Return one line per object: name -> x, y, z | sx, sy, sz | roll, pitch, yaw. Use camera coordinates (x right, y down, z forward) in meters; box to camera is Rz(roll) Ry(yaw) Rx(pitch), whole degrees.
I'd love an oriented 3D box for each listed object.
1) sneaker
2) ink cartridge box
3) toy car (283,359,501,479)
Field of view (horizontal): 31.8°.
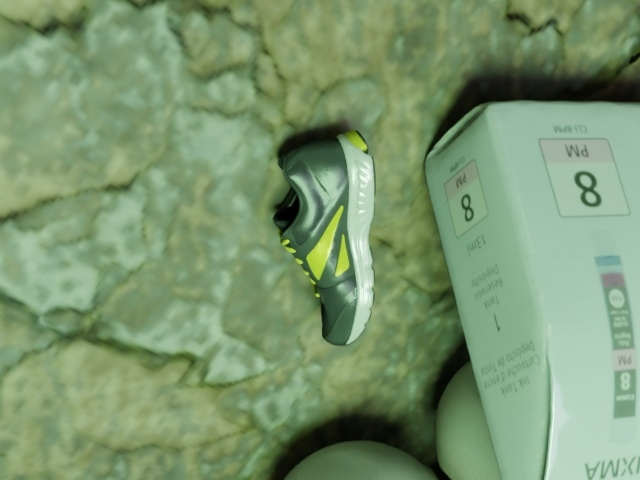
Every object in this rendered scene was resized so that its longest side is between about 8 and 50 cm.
sneaker -> 0.000, 0.000, 0.406 | 0.035, 0.031, 0.083 | -4, 113, -10
ink cartridge box -> 0.152, 0.062, 0.409 | 0.189, 0.232, 0.066 | -2, 155, -26
toy car -> 0.076, 0.146, 0.448 | 0.182, 0.136, 0.159 | -29, 124, -11
